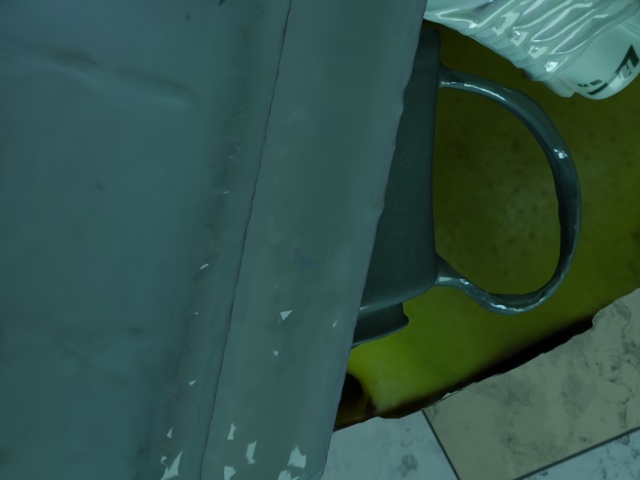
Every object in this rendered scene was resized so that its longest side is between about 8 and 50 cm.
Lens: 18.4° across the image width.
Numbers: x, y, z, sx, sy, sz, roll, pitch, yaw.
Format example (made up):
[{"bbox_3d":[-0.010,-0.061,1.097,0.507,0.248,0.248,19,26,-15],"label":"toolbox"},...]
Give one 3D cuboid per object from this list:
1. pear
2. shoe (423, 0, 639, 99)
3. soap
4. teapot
[{"bbox_3d":[0.081,-0.043,1.104,0.340,0.191,0.386,-24,-179,39],"label":"pear"},{"bbox_3d":[0.098,-0.110,0.802,0.095,0.110,0.265,-28,-179,28],"label":"shoe"},{"bbox_3d":[-0.113,-0.041,0.671,0.159,0.258,0.302,-24,131,-60],"label":"soap"},{"bbox_3d":[-0.010,-0.003,0.806,0.239,0.149,0.162,-10,-177,-8],"label":"teapot"}]
